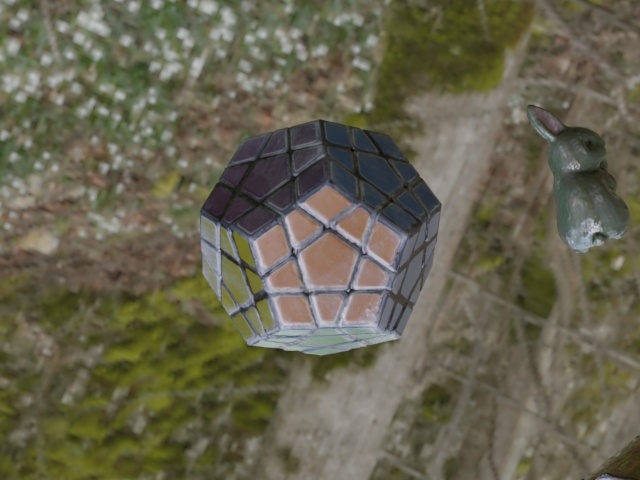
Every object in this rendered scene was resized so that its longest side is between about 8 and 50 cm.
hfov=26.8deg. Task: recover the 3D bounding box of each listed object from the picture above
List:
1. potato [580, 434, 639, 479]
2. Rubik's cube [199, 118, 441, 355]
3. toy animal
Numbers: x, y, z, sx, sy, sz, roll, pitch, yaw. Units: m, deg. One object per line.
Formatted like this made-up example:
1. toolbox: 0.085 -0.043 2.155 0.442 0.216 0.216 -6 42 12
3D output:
1. potato: 0.400 0.286 1.324 0.301 0.289 0.237 47 -132 3
2. Rubik's cube: -0.001 0.000 1.717 0.319 0.264 0.319 27 -145 -21
3. toy animal: 0.406 -0.111 2.120 0.125 0.251 0.127 -19 178 -23
